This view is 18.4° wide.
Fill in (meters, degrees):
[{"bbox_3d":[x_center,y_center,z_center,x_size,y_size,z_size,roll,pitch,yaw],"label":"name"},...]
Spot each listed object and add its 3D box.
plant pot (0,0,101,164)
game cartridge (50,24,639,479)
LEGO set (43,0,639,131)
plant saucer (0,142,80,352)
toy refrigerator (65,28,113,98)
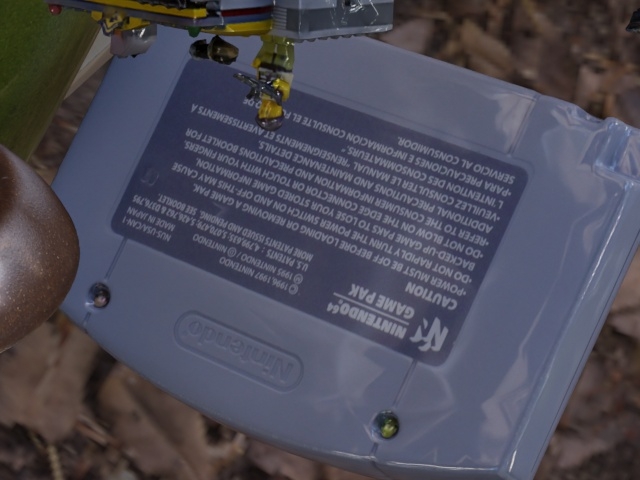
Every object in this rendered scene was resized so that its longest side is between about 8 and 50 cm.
[{"bbox_3d":[-0.232,-0.204,1.023,0.366,0.366,0.353,28,119,-31],"label":"plant pot"},{"bbox_3d":[0.000,0.000,0.935,0.196,0.294,0.060,-62,148,-9],"label":"game cartridge"},{"bbox_3d":[-0.019,-0.114,0.559,0.255,0.331,0.192,-18,114,-55],"label":"LEGO set"},{"bbox_3d":[-0.201,-0.011,0.835,0.199,0.198,0.036,-12,127,-28],"label":"plant saucer"},{"bbox_3d":[-0.236,-0.226,1.351,0.102,0.094,0.269,-43,93,5],"label":"toy refrigerator"}]
